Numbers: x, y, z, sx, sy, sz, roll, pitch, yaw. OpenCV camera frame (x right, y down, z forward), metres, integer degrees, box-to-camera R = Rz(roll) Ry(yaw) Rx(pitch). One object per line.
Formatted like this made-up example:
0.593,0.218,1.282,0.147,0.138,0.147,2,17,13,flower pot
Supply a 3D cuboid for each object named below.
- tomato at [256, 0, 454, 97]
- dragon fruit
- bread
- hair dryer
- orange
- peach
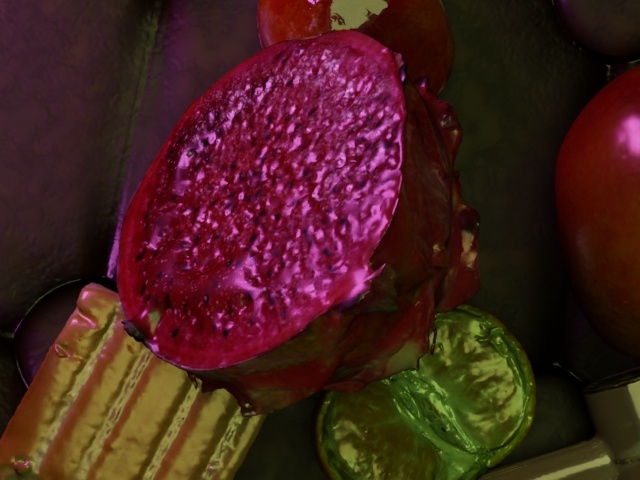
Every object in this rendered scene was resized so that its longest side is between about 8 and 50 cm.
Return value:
0.035,-0.227,1.569,0.200,0.139,0.233,-23,88,1,tomato
0.000,0.000,1.430,0.371,0.386,0.249,-50,131,6,dragon fruit
-0.196,0.197,1.533,0.239,0.111,0.246,27,87,1,bread
0.241,0.269,1.582,0.344,0.107,0.189,-18,89,3,hair dryer
0.104,0.178,1.532,0.237,0.158,0.179,-40,83,-10,orange
0.376,-0.022,1.508,0.308,0.308,0.332,4,113,-4,peach
